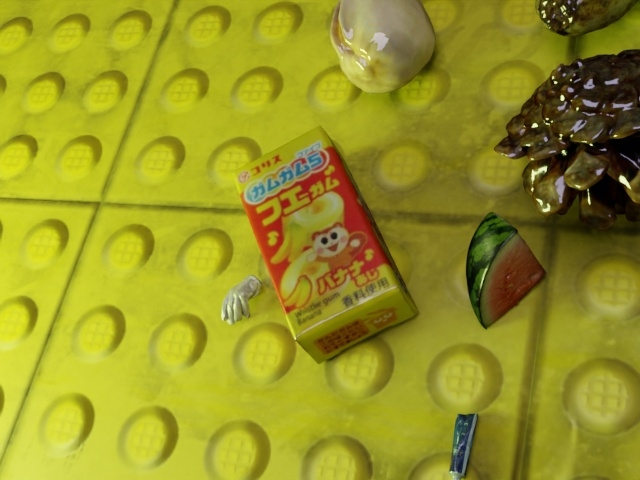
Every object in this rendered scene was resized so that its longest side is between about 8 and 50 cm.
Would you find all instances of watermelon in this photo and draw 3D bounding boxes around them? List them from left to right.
[{"bbox_3d":[0.214,0.038,0.981,0.094,0.125,0.135,10,95,-7],"label":"watermelon"}]

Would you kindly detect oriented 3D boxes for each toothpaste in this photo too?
[{"bbox_3d":[0.154,0.227,0.920,0.027,0.019,0.083,-8,55,37],"label":"toothpaste"}]

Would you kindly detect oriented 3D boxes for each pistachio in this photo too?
[{"bbox_3d":[0.086,-0.291,1.178,0.145,0.117,0.200,11,52,-15],"label":"pistachio"}]

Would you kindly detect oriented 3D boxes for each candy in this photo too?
[{"bbox_3d":[0.000,0.000,1.064,0.146,0.088,0.276,-27,56,8],"label":"candy"}]

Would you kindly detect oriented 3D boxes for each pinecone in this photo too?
[{"bbox_3d":[0.318,-0.110,0.932,0.229,0.201,0.202,-37,52,-5],"label":"pinecone"}]

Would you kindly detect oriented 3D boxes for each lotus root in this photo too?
[{"bbox_3d":[0.379,-0.349,1.104,0.258,0.097,0.110,-42,63,-13],"label":"lotus root"}]

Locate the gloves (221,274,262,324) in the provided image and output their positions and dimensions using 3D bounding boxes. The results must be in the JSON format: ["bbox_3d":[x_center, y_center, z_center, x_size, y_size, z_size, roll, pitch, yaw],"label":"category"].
[{"bbox_3d":[-0.102,0.072,1.099,0.044,0.037,0.081,0,62,62],"label":"gloves"}]
